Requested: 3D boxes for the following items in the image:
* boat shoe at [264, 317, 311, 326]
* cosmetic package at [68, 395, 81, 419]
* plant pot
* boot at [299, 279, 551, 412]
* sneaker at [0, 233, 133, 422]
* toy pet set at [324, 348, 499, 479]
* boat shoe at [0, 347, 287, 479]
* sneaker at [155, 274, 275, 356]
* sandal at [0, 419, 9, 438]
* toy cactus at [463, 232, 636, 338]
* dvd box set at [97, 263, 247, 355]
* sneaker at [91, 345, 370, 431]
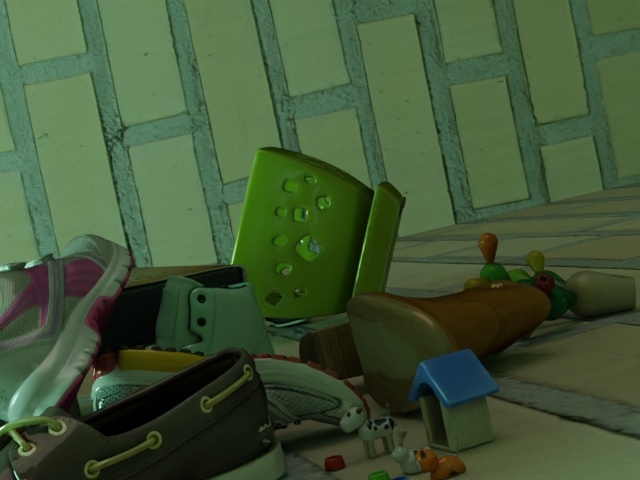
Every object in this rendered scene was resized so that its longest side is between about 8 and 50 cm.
[{"bbox_3d":[-0.052,0.106,1.846,0.049,0.042,0.133,-10,4,-24],"label":"boat shoe"},{"bbox_3d":[-0.371,0.178,1.221,0.238,0.107,0.127,-11,2,-34],"label":"cosmetic package"},{"bbox_3d":[0.000,0.000,1.711,0.207,0.228,0.227,12,5,5],"label":"plant pot"},{"bbox_3d":[0.121,0.077,1.101,0.211,0.104,0.295,-14,-1,-22],"label":"boot"},{"bbox_3d":[-0.223,0.054,0.964,0.111,0.103,0.252,26,20,-9],"label":"sneaker"},{"bbox_3d":[0.067,0.120,0.855,0.114,0.065,0.122,-13,4,-24],"label":"toy pet set"},{"bbox_3d":[-0.164,0.155,0.821,0.324,0.096,0.116,-14,4,-38],"label":"boat shoe"},{"bbox_3d":[-0.153,0.112,1.073,0.256,0.151,0.094,-16,6,-38],"label":"sneaker"},{"bbox_3d":[-0.315,0.181,0.934,0.254,0.097,0.054,-13,3,-16],"label":"sandal"},{"bbox_3d":[0.244,0.049,1.324,0.180,0.112,0.219,-2,-4,7],"label":"toy cactus"},{"bbox_3d":[-0.313,0.081,1.268,0.307,0.062,0.420,-13,6,-39],"label":"dvd box set"},{"bbox_3d":[-0.072,0.141,0.992,0.225,0.092,0.088,2,-17,-2],"label":"sneaker"}]
